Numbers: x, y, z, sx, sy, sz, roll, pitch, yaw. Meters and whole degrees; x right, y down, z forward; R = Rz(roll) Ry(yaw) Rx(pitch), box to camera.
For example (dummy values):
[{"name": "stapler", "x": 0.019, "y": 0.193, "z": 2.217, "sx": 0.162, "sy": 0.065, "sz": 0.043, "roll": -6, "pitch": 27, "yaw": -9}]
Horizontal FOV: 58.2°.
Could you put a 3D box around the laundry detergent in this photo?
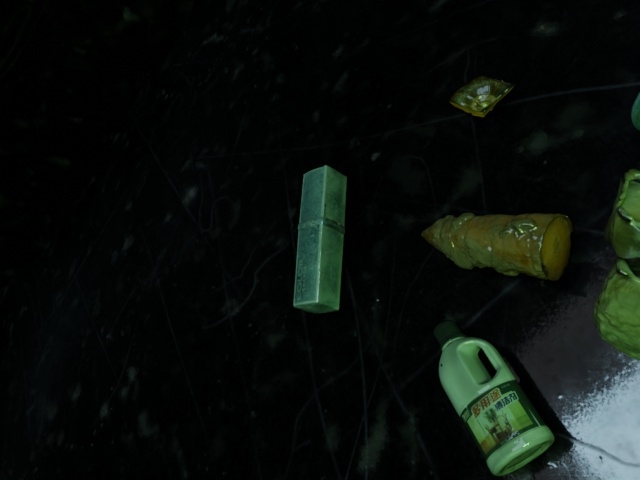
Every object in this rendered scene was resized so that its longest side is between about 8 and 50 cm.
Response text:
[{"name": "laundry detergent", "x": 0.229, "y": 0.208, "z": 0.821, "sx": 0.099, "sy": 0.070, "sz": 0.226, "roll": -52, "pitch": 42, "yaw": 27}]

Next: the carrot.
[{"name": "carrot", "x": 0.254, "y": -0.001, "z": 0.889, "sx": 0.263, "sy": 0.102, "sz": 0.102, "roll": 10, "pitch": 79, "yaw": 53}]

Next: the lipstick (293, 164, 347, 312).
[{"name": "lipstick", "x": 0.000, "y": 0.000, "z": 1.140, "sx": 0.077, "sy": 0.076, "sz": 0.290, "roll": -13, "pitch": 63, "yaw": 40}]

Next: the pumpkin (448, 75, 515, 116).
[{"name": "pumpkin", "x": 0.284, "y": -0.251, "z": 1.006, "sx": 0.073, "sy": 0.035, "sz": 0.101, "roll": -49, "pitch": 40, "yaw": 1}]

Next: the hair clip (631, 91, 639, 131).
[{"name": "hair clip", "x": 0.498, "y": -0.204, "z": 0.497, "sx": 0.392, "sy": 0.318, "sz": 0.238, "roll": -24, "pitch": 46, "yaw": 22}]

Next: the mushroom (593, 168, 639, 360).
[{"name": "mushroom", "x": 0.418, "y": 0.035, "z": 0.646, "sx": 0.189, "sy": 0.164, "sz": 0.267, "roll": 12, "pitch": 43, "yaw": 24}]
